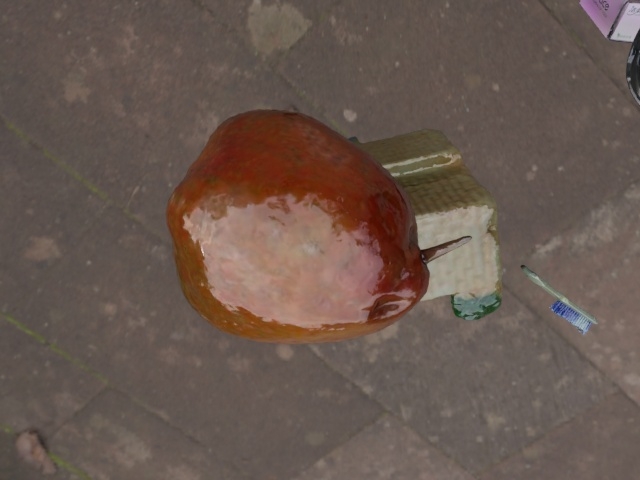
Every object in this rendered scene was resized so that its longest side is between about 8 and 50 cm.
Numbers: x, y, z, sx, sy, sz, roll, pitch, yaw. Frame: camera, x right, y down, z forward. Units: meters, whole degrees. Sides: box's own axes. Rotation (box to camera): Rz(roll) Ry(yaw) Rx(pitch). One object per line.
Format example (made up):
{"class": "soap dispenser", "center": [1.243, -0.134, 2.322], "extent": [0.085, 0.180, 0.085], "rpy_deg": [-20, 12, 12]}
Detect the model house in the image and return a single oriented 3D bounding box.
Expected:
{"class": "model house", "center": [0.145, -0.007, 1.704], "extent": [0.342, 0.382, 0.335], "rpy_deg": [-11, 113, -6]}

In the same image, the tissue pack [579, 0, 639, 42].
{"class": "tissue pack", "center": [0.659, -0.463, 1.666], "extent": [0.246, 0.149, 0.093], "rpy_deg": [0, 136, -17]}

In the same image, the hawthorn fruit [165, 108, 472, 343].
{"class": "hawthorn fruit", "center": [0.000, 0.000, 0.753], "extent": [0.262, 0.210, 0.211], "rpy_deg": [14, 125, 16]}

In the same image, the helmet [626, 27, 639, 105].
{"class": "helmet", "center": [0.566, -0.272, 1.252], "extent": [0.189, 0.193, 0.216], "rpy_deg": [41, 110, 21]}

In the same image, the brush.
{"class": "brush", "center": [0.307, 0.079, 1.098], "extent": [0.178, 0.033, 0.030], "rpy_deg": [31, 105, -41]}
